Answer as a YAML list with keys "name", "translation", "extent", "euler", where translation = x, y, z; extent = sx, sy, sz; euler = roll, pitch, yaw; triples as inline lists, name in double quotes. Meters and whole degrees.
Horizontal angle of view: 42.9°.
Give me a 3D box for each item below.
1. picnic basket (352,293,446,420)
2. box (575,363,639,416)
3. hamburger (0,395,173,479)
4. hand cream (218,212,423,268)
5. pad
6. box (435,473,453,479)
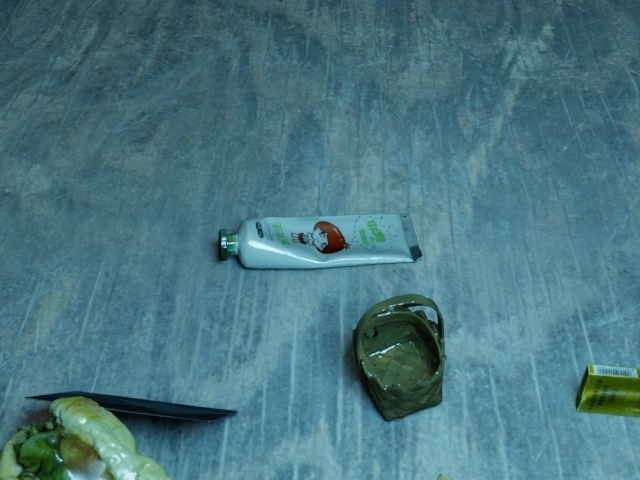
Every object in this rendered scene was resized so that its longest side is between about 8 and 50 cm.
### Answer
- name: "picnic basket"
  translation: [0.108, 0.144, 1.105]
  extent: [0.128, 0.179, 0.138]
  euler: [-14, 45, -12]
- name: "box"
  translation: [0.431, 0.206, 1.099]
  extent: [0.156, 0.089, 0.022]
  euler: [6, 46, 5]
- name: "hamburger"
  translation: [-0.278, 0.297, 0.937]
  extent: [0.330, 0.209, 0.162]
  euler: [32, 52, 32]
- name: "hand cream"
  translation: [0.000, 0.000, 1.352]
  extent: [0.335, 0.076, 0.121]
  euler: [-2, 45, -11]
- name: "pad"
  translation: [-0.241, 0.217, 1.074]
  extent: [0.242, 0.163, 0.004]
  euler: [5, 83, 6]
- name: "box"
  translation: [0.207, 0.375, 0.876]
  extent: [0.240, 0.159, 0.071]
  euler: [28, 53, 25]
